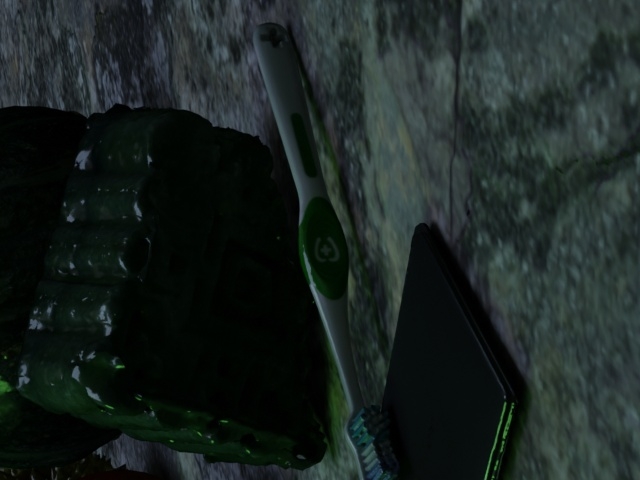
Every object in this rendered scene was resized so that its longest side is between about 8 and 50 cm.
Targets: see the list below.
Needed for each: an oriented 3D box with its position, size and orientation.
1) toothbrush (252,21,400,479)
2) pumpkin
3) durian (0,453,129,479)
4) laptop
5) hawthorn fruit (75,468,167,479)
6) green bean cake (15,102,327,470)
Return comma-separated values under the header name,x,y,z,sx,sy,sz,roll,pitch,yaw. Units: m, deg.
name,x,y,z,sx,sy,sz,roll,pitch,yaw
toothbrush,-0.001,0.001,0.980,0.030,0.030,0.304,112,148,-58
pumpkin,-0.231,0.032,1.360,0.197,0.263,0.292,146,111,-67
durian,-0.231,0.327,1.593,0.291,0.225,0.291,-6,80,38
laptop,0.061,0.096,0.879,0.129,0.016,0.180,-116,24,-44
hawthorn fruit,-0.128,0.321,1.201,0.298,0.277,0.277,30,131,35
green bean cake,-0.070,0.029,1.073,0.107,0.193,0.208,-4,71,54
